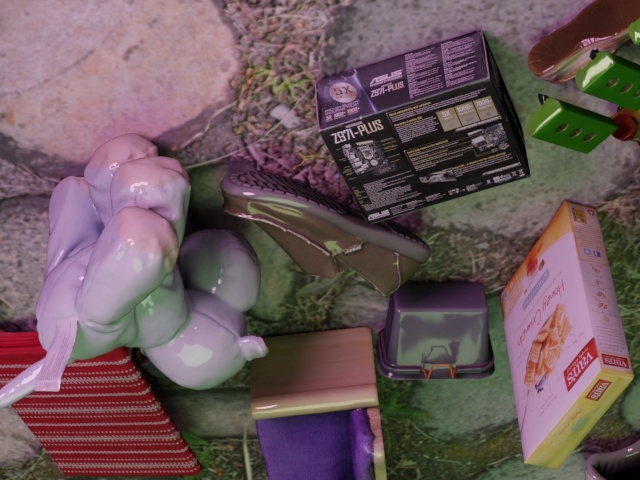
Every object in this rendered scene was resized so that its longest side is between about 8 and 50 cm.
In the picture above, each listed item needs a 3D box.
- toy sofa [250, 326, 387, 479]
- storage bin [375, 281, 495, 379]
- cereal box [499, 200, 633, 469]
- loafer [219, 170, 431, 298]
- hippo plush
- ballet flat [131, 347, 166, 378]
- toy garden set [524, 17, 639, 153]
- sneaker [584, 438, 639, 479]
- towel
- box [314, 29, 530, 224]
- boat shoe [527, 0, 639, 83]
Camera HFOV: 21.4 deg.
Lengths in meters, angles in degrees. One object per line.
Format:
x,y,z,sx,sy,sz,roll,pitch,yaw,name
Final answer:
0.007,0.285,2.048,0.150,0.177,0.362,-5,137,2,toy sofa
0.133,0.102,1.928,0.135,0.098,0.091,-1,126,-2,storage bin
0.259,0.101,1.820,0.047,0.240,0.173,14,133,-17,cereal box
0.000,0.000,1.792,0.251,0.094,0.087,21,100,-23,loafer
-0.153,0.056,1.734,0.236,0.294,0.234,25,151,-29,hippo plush
-0.152,0.088,1.913,0.074,0.074,0.203,24,133,-25,ballet flat
0.333,-0.179,1.640,0.244,0.049,0.204,-42,150,27,toy garden set
0.488,0.281,2.104,0.330,0.122,0.146,-18,136,15,sneaker
-0.275,0.197,2.016,0.199,0.031,0.275,-3,139,22,towel
0.103,-0.112,1.707,0.180,0.077,0.147,-17,135,14,box
0.268,-0.198,1.652,0.135,0.050,0.045,-27,148,21,boat shoe
